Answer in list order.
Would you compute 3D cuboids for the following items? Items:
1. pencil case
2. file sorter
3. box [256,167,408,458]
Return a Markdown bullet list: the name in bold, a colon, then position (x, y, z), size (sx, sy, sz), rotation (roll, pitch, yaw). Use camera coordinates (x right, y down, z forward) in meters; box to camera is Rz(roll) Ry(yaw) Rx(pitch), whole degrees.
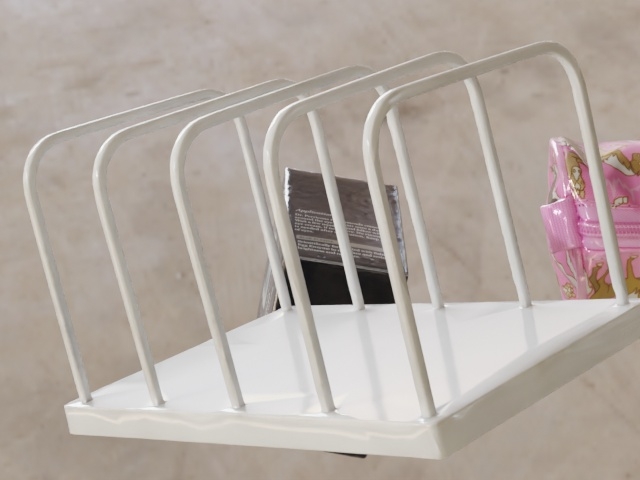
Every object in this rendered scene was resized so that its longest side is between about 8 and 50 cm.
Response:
- **pencil case**: position (0.369, -0.027, 1.248), size (0.386, 0.167, 0.160), rotation (-6, 53, 4)
- **file sorter**: position (0.000, 0.000, 0.843), size (0.278, 0.173, 0.193), rotation (-3, 14, 43)
- **box**: position (0.003, 0.051, 1.149), size (0.093, 0.156, 0.158), rotation (10, 25, -5)
